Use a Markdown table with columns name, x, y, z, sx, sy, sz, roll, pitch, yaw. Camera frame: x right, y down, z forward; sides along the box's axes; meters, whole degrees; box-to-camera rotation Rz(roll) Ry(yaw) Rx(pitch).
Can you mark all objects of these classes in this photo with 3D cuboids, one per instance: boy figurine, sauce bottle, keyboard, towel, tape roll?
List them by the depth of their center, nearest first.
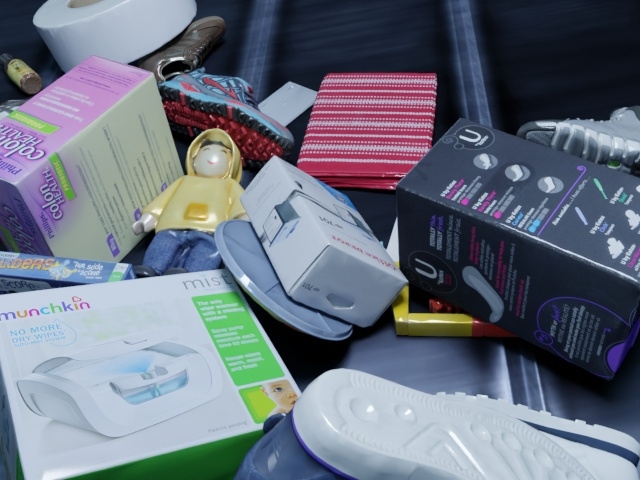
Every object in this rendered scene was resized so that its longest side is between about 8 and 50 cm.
| name | x | y | z | sx | sy | sz | roll | pitch | yaw |
| --- | --- | --- | --- | --- | --- | --- | --- | --- | --- |
| boy figurine | -0.159 | -0.036 | 0.991 | 0.177 | 0.092 | 0.285 | 5 | 51 | 13 |
| towel | 0.078 | -0.177 | 1.137 | 0.199 | 0.031 | 0.275 | 3 | 46 | 11 |
| keyboard | -0.103 | -0.183 | 1.182 | 0.072 | 0.014 | 0.256 | 31 | 57 | 25 |
| sauce bottle | -0.558 | -0.311 | 1.343 | 0.042 | 0.042 | 0.128 | -36 | 53 | -24 |
| tape roll | -0.375 | -0.422 | 1.343 | 0.286 | 0.100 | 0.286 | -15 | 37 | 12 |

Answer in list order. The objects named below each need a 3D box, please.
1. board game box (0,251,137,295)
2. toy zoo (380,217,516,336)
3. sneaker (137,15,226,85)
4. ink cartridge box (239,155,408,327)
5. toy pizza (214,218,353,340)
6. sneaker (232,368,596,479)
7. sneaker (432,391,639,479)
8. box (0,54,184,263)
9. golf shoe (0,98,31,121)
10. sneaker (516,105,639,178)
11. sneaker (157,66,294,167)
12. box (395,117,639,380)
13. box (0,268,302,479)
| name | x | y | z | sx | sy | sz | roll | pitch | yaw |
| --- | --- | --- | --- | --- | --- | --- | --- | --- | --- |
| board game box | -0.305 | 0.076 | 0.870 | 0.201 | 0.136 | 0.035 | 5 | 47 | 12 |
| toy zoo | 0.197 | 0.036 | 0.914 | 0.293 | 0.030 | 0.192 | -1 | 46 | 8 |
| sneaker | -0.237 | -0.337 | 1.323 | 0.188 | 0.066 | 0.071 | -37 | 69 | -19 |
| ink cartridge box | 0.000 | 0.000 | 0.882 | 0.082 | 0.139 | 0.190 | -51 | 41 | 16 |
| toy pizza | -0.046 | 0.050 | 0.855 | 0.032 | 0.201 | 0.201 | -50 | 47 | 17 |
| sneaker | 0.073 | 0.258 | 0.637 | 0.323 | 0.236 | 0.130 | 24 | 28 | -13 |
| sneaker | 0.187 | 0.216 | 0.710 | 0.235 | 0.090 | 0.095 | 9 | 62 | 19 |
| box | -0.315 | -0.086 | 0.973 | 0.117 | 0.213 | 0.243 | 20 | 53 | 25 |
| golf shoe | -0.533 | -0.185 | 1.208 | 0.198 | 0.077 | 0.094 | -16 | 32 | -14 |
| sneaker | 0.394 | -0.147 | 1.039 | 0.229 | 0.086 | 0.132 | 14 | 44 | 6 |
| sneaker | -0.134 | -0.209 | 1.128 | 0.262 | 0.104 | 0.125 | 29 | 54 | 24 |
| box | 0.234 | 0.002 | 0.803 | 0.270 | 0.165 | 0.143 | 26 | 55 | 28 |
| box | -0.180 | 0.157 | 0.730 | 0.262 | 0.127 | 0.231 | -6 | 41 | -30 |
